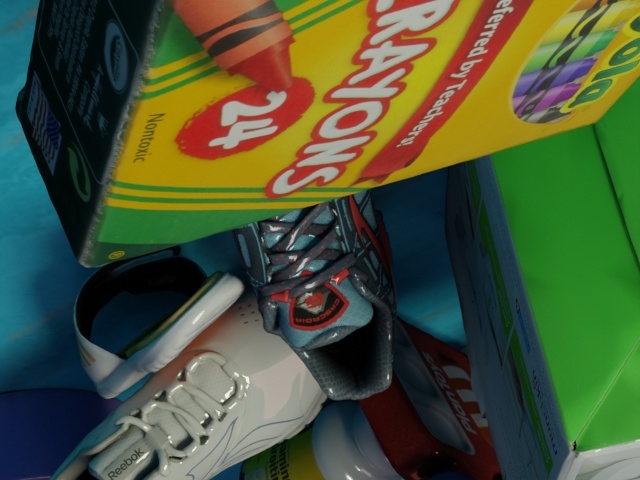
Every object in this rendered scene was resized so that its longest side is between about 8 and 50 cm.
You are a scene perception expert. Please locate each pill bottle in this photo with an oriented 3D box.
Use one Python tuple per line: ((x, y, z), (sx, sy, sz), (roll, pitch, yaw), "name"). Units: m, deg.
((0.012, 0.212, 1.197), (0.103, 0.103, 0.184), (15, 142, -39), "pill bottle")

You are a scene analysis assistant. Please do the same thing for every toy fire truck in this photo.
((0.129, 0.183, 0.965), (0.169, 0.302, 0.254), (-45, 134, 18), "toy fire truck")

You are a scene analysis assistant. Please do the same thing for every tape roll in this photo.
((-0.251, 0.205, 1.121), (0.188, 0.080, 0.189), (-8, 150, -5), "tape roll")

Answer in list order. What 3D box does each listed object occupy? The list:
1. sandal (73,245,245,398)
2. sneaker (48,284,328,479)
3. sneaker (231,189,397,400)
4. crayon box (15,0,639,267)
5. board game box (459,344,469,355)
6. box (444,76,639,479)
((-0.116, 0.040, 0.853), (0.102, 0.076, 0.265), (-42, -178, -22), "sandal")
((-0.098, 0.140, 0.938), (0.297, 0.111, 0.129), (-46, 170, 17), "sneaker")
((0.000, 0.000, 0.764), (0.104, 0.125, 0.262), (-19, 136, 8), "sneaker")
((0.056, -0.104, 0.491), (0.318, 0.081, 0.202), (-18, 160, -25), "crayon box")
((0.214, 0.101, 1.145), (0.154, 0.026, 0.103), (13, 144, -37), "board game box")
((0.158, 0.036, 0.768), (0.126, 0.262, 0.231), (-10, 150, -1), "box")
